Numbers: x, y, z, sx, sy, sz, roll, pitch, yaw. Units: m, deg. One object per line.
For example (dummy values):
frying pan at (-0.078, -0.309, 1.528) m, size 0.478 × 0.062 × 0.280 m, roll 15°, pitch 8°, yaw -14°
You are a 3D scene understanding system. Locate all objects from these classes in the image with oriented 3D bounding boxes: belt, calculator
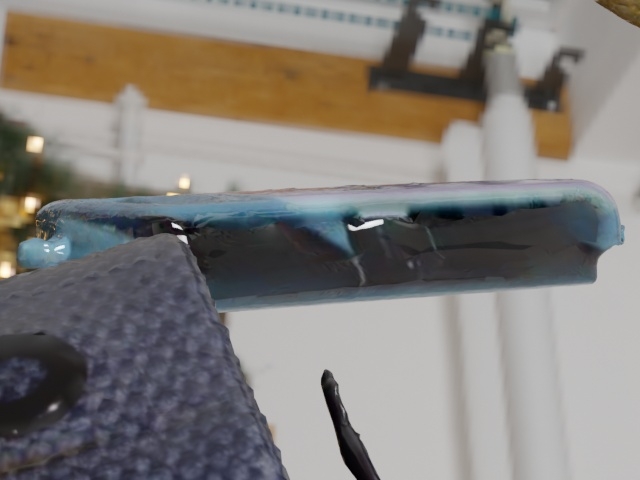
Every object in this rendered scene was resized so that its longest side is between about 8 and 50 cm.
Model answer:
belt at (-0.032, 0.099, 0.371) m, size 0.139 × 0.126 × 0.230 m, roll 82°, pitch -14°, yaw -47°
calculator at (0.000, 0.000, 0.838) m, size 0.173 × 0.293 × 0.051 m, roll -173°, pitch -99°, yaw -64°

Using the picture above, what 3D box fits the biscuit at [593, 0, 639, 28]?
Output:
biscuit at (0.191, -0.140, 0.963) m, size 0.071 × 0.147 × 0.018 m, roll -55°, pitch -168°, yaw 40°
